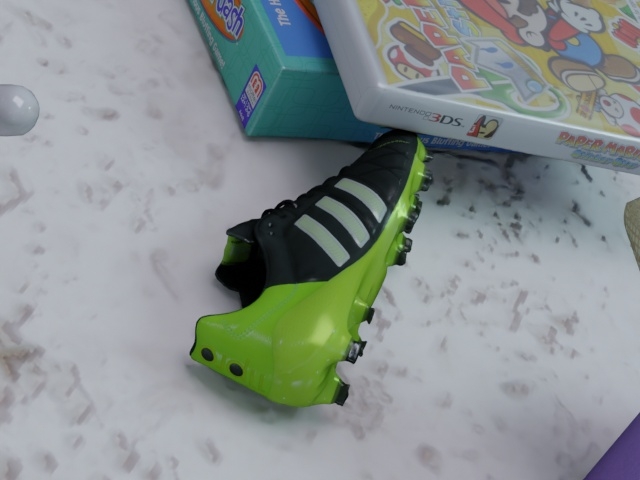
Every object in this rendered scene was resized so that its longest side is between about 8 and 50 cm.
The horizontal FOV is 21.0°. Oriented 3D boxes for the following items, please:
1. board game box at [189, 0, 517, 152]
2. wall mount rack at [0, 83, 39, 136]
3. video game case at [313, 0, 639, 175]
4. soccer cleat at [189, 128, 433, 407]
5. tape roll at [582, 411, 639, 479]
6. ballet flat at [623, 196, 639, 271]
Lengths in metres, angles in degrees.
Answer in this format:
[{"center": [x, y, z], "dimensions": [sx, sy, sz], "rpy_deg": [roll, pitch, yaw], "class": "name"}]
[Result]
[{"center": [0.037, -0.117, 0.890], "dimensions": [0.210, 0.047, 0.160], "rpy_deg": [1, 47, -31], "class": "board game box"}, {"center": [-0.283, -0.053, 0.552], "dimensions": [0.304, 0.130, 0.350], "rpy_deg": [39, 40, 10], "class": "wall mount rack"}, {"center": [0.083, -0.126, 0.867], "dimensions": [0.206, 0.026, 0.227], "rpy_deg": [9, 43, -28], "class": "video game case"}, {"center": [0.000, 0.000, 0.736], "dimensions": [0.072, 0.060, 0.179], "rpy_deg": [20, 39, 6], "class": "soccer cleat"}, {"center": [0.230, 0.162, 0.682], "dimensions": [0.274, 0.090, 0.275], "rpy_deg": [17, 40, -15], "class": "tape roll"}, {"center": [0.170, 0.044, 0.658], "dimensions": [0.052, 0.057, 0.168], "rpy_deg": [-29, 66, -37], "class": "ballet flat"}]
